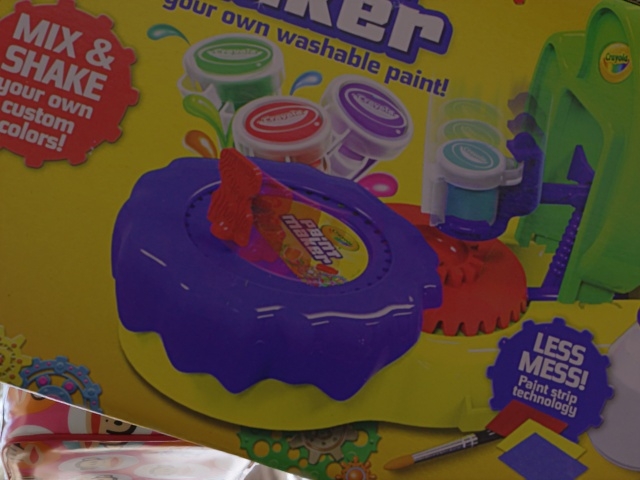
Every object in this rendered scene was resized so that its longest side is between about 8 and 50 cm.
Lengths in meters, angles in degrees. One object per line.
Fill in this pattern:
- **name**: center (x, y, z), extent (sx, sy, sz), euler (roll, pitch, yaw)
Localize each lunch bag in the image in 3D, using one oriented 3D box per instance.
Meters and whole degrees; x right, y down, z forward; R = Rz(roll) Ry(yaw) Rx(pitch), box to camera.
- **lunch bag**: center (-0.149, 0.166, 0.987), extent (0.258, 0.120, 0.293), euler (4, -24, -15)

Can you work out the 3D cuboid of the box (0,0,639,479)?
- **box**: center (0.000, 0.000, 0.460), extent (0.290, 0.279, 0.177), euler (18, -99, -3)
